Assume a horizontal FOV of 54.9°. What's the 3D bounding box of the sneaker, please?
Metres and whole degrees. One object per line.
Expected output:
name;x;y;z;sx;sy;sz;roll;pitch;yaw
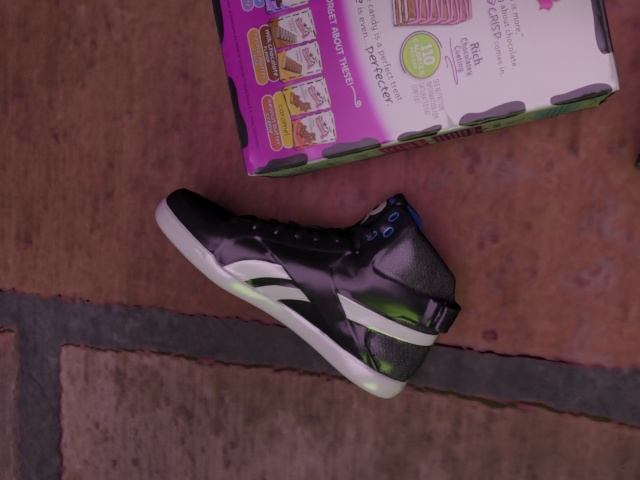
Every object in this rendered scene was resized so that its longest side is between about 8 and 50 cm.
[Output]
sneaker;0.000;0.000;0.437;0.217;0.079;0.121;36;100;2

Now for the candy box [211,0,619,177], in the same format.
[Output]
candy box;0.053;-0.141;0.405;0.233;0.071;0.159;-10;92;17

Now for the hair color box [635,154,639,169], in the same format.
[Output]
hair color box;0.389;-0.047;0.297;0.374;0.113;0.185;25;101;12
